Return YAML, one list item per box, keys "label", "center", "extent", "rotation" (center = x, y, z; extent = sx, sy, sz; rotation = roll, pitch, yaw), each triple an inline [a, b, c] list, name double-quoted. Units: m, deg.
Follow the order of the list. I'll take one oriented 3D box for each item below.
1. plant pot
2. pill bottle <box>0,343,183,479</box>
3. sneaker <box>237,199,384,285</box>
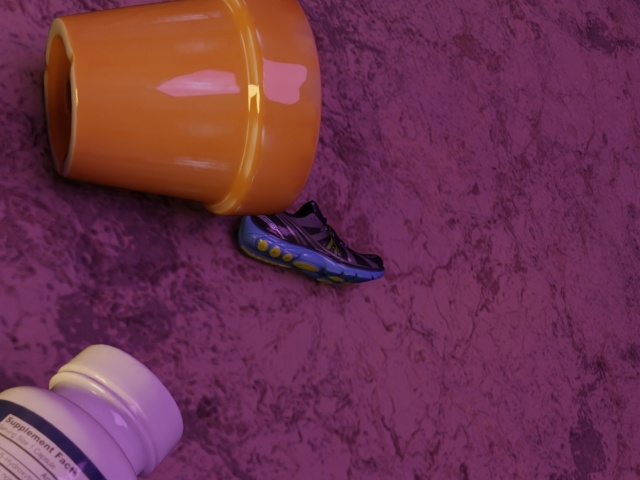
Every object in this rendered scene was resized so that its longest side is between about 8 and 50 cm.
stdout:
- label: "plant pot"
  center: [-0.128, -0.119, 0.672]
  extent: [0.187, 0.205, 0.205]
  rotation: [-5, 79, -29]
- label: "pill bottle"
  center: [-0.166, 0.147, 0.432]
  extent: [0.112, 0.112, 0.187]
  rotation: [57, 46, -14]
- label: "sneaker"
  center: [0.000, 0.000, 0.830]
  extent: [0.188, 0.067, 0.078]
  rotation: [22, 68, -34]
